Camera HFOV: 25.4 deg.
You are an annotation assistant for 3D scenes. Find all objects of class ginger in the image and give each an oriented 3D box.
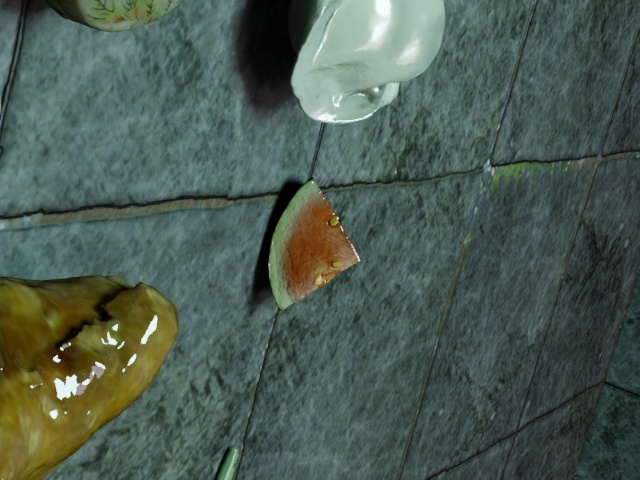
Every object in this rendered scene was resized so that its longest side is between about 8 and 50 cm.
[{"bbox_3d":[-0.238,0.098,1.003,0.321,0.172,0.165,-27,95,-62],"label":"ginger"}]

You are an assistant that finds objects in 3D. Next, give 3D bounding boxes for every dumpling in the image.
[{"bbox_3d":[0.044,-0.202,1.342,0.250,0.132,0.162,-32,132,-52],"label":"dumpling"}]

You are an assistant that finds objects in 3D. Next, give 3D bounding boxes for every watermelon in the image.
[{"bbox_3d":[0.000,0.000,1.453,0.125,0.094,0.135,-35,135,-37],"label":"watermelon"}]

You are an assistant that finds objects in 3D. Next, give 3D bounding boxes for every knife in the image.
[{"bbox_3d":[-0.123,0.318,1.543,0.030,0.014,0.207,7,104,-64],"label":"knife"}]

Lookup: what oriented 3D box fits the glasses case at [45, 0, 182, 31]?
[{"bbox_3d":[-0.140,-0.334,0.917,0.156,0.098,0.425,-39,141,-37],"label":"glasses case"}]
